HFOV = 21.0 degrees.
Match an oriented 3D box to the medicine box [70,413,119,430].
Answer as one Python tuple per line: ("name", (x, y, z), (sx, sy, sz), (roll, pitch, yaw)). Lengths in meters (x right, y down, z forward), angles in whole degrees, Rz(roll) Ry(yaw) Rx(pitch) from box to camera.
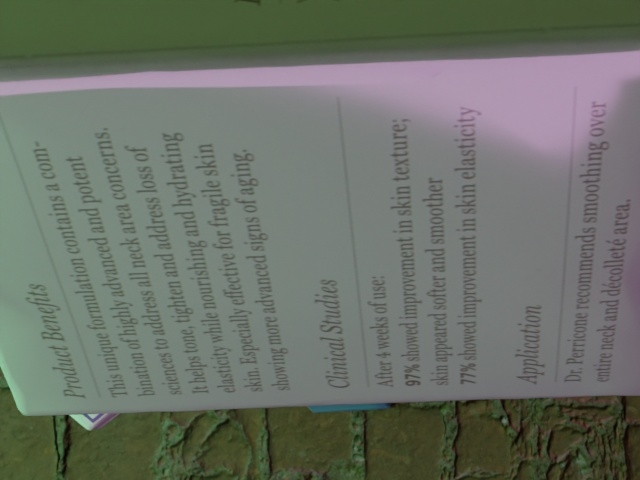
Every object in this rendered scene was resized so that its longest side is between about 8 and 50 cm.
("medicine box", (-0.207, -0.049, 1.313), (0.149, 0.263, 0.289), (-39, 108, 19))

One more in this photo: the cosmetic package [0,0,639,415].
("cosmetic package", (-0.004, -0.119, 0.993), (0.394, 0.327, 0.329), (-2, 145, 3))

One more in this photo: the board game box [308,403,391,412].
("board game box", (0.000, 0.000, 1.465), (0.079, 0.253, 0.336), (-4, 167, 9))
